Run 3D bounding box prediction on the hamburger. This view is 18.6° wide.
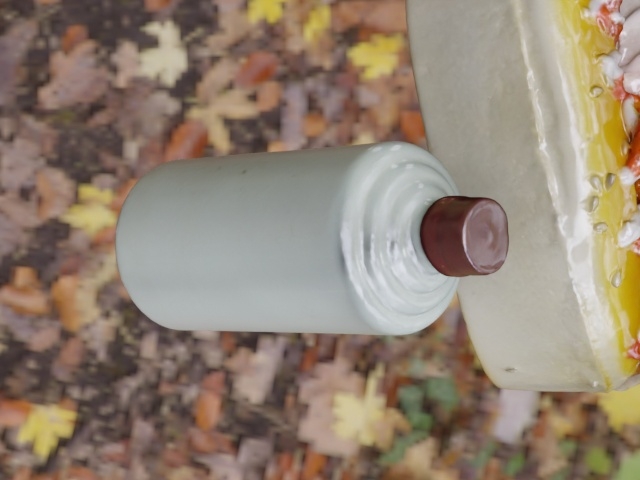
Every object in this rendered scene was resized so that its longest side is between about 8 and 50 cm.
[{"bbox_3d":[0.144,-0.054,1.169,0.227,0.151,0.295,8,69,-81],"label":"hamburger"}]

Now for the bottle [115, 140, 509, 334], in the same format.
[{"bbox_3d":[0.000,0.000,1.073,0.104,0.245,0.104,3,86,-45],"label":"bottle"}]
